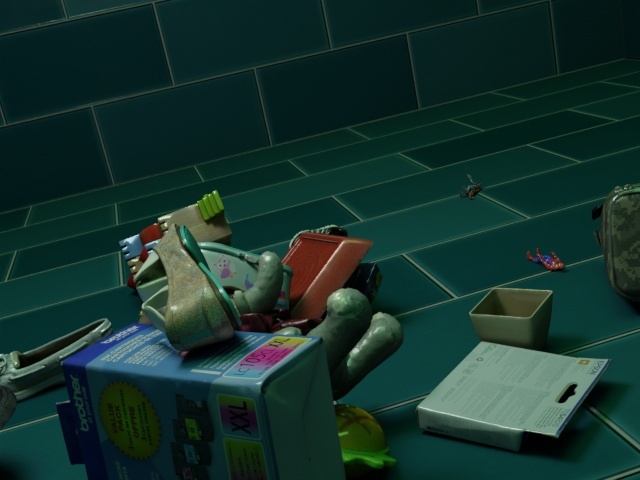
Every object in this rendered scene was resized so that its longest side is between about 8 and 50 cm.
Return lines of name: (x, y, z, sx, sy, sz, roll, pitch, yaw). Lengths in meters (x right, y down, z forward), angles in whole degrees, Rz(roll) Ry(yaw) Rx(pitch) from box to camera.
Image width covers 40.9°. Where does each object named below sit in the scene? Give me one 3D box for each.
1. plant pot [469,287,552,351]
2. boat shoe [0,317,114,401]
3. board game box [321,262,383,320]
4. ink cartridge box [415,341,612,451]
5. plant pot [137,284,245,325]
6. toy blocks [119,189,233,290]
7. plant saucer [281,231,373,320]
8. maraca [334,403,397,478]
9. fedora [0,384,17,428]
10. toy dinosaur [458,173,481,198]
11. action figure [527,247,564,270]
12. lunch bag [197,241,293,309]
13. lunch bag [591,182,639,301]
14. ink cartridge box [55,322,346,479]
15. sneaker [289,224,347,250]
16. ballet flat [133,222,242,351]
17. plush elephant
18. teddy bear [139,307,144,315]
plant pot: (0.328, 0.147, 1.445, 0.109, 0.096, 0.109, 0, 22, 36)
boat shoe: (-0.565, 0.242, 1.718, 0.320, 0.103, 0.118, -14, 18, -6)
board game box: (0.031, 0.120, 1.690, 0.141, 0.048, 0.170, -3, 46, 31)
ink cartridge box: (0.294, 0.232, 1.288, 0.224, 0.045, 0.223, 4, 24, 38)
plant pot: (-0.212, 0.161, 1.450, 0.165, 0.167, 0.167, -5, 18, 39)
toy blocks: (-0.355, 0.019, 2.054, 0.261, 0.191, 0.381, -22, -8, -13)
plant saucer: (-0.040, 0.082, 1.695, 0.258, 0.048, 0.259, -53, 21, -12)
maraca: (0.038, 0.283, 1.189, 0.127, 0.099, 0.185, 7, 1, -12)
fedora: (-0.629, 0.350, 1.347, 0.334, 0.152, 0.334, -11, 18, 3)
toy dinosaur: (0.424, -0.139, 2.388, 0.082, 0.047, 0.090, -11, 49, -27)
action figure: (0.474, 0.041, 1.791, 0.038, 0.030, 0.115, -12, 19, -16)
lunch bag: (-0.192, 0.090, 1.600, 0.224, 0.108, 0.279, 20, -26, -24)
lunch bag: (0.659, -0.010, 1.561, 0.305, 0.212, 0.256, -6, 2, 16)
ink cartridge box: (-0.175, 0.263, 1.130, 0.395, 0.270, 0.151, 1, 16, 35)
sneaker: (0.000, 0.000, 2.159, 0.170, 0.063, 0.075, -19, 12, -35)
ballet flat: (-0.195, 0.059, 1.157, 0.106, 0.107, 0.316, -29, 22, -7)
plush elephant: (-0.076, 0.146, 1.280, 0.330, 0.255, 0.272, -48, -23, 9)
teddy bear: (-0.234, 0.130, 1.884, 0.245, 0.113, 0.338, 1, 13, 15)
